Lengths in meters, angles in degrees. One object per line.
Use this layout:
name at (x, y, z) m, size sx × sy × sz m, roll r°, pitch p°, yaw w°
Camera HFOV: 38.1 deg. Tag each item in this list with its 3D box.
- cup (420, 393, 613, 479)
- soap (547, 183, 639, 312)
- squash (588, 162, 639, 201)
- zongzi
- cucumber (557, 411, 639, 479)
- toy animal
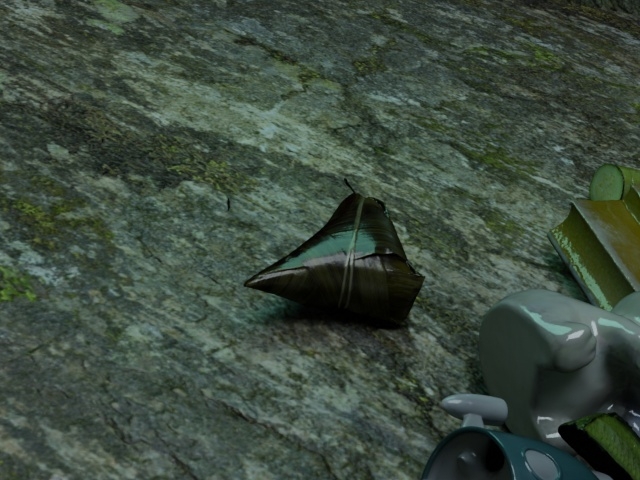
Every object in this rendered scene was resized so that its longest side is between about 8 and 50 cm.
cup at (0.212, 0.277, 0.935) m, size 0.173 × 0.167 × 0.299 m, roll 13°, pitch 38°, yaw -24°
soap at (0.514, 0.050, 1.387) m, size 0.259 × 0.143 × 0.281 m, roll -1°, pitch 41°, yaw -18°
squash at (0.597, -0.074, 1.640) m, size 0.224 × 0.094 × 0.094 m, roll 9°, pitch 34°, yaw -15°
zongzi at (0.000, 0.000, 1.296) m, size 0.241 × 0.111 × 0.247 m, roll 10°, pitch 33°, yaw -18°
cucumber at (0.328, 0.237, 1.024) m, size 0.220 × 0.046 × 0.070 m, roll 45°, pitch 50°, yaw -29°
toy animal at (0.388, 0.131, 1.149) m, size 0.368 × 0.196 × 0.241 m, roll -4°, pitch 27°, yaw -6°
